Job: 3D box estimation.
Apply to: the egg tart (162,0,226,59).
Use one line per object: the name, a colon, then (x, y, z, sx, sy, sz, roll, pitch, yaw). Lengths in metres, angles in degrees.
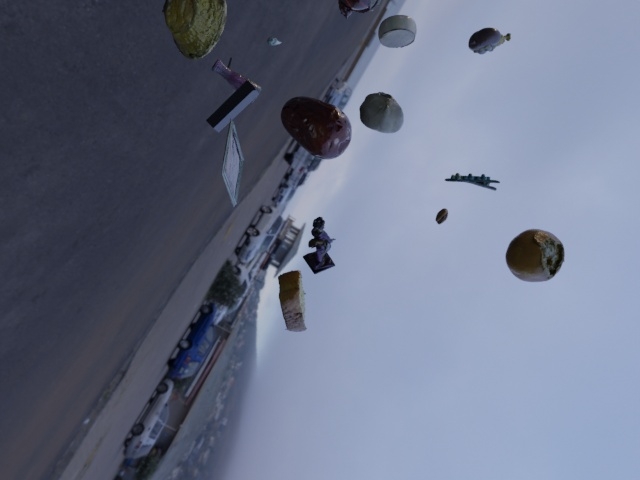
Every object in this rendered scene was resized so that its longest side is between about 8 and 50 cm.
egg tart: (-0.547, -0.950, 1.782, 0.132, 0.345, 0.345, -16, 144, -56)

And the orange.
orange: (0.595, 0.045, 1.165, 0.155, 0.154, 0.134, -59, -148, 10)

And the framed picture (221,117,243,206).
framed picture: (-0.312, -0.270, 1.516, 0.273, 0.016, 0.217, 97, -2, -71)

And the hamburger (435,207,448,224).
hamburger: (0.613, -0.124, 2.128, 0.076, 0.044, 0.083, -43, -172, 40)

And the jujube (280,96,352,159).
jujube: (-0.018, -0.470, 1.741, 0.223, 0.318, 0.223, -43, 154, -26)

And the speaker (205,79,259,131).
speaker: (-0.333, -0.507, 1.602, 0.218, 0.044, 0.082, -42, 180, 4)

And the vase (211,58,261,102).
vase: (-0.366, -0.694, 1.825, 0.086, 0.214, 0.086, -40, -148, 32)

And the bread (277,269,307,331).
bread: (-0.069, 0.157, 1.071, 0.187, 0.065, 0.103, 80, 2, -54)

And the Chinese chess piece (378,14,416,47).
Chinese chess piece: (0.244, -0.663, 1.340, 0.122, 0.122, 0.051, 162, -73, -82)

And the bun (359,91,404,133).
bun: (0.217, -0.460, 1.489, 0.166, 0.173, 0.113, -22, 143, -43)

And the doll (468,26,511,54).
doll: (0.714, -0.840, 1.768, 0.145, 0.188, 0.096, -91, 174, -76)

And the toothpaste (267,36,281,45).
toothpaste: (-0.222, -0.942, 1.998, 0.255, 0.067, 0.037, -95, 171, -68)

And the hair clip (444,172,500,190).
hair clip: (0.502, -0.202, 1.396, 0.049, 0.172, 0.049, 11, 90, -73)

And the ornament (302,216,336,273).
ornament: (-0.004, -0.003, 1.278, 0.088, 0.081, 0.203, -23, 137, -21)

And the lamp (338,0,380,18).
lamp: (0.127, -0.981, 1.636, 0.223, 0.215, 0.151, -18, -152, 28)

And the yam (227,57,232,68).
yam: (-0.453, -0.845, 2.071, 0.014, 0.014, 0.107, -75, -171, -69)
